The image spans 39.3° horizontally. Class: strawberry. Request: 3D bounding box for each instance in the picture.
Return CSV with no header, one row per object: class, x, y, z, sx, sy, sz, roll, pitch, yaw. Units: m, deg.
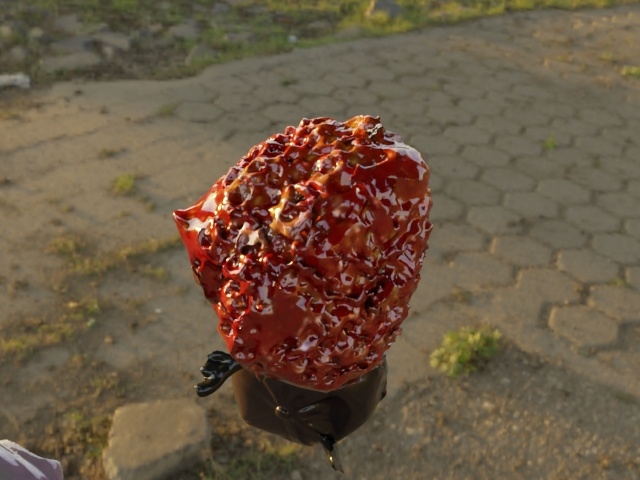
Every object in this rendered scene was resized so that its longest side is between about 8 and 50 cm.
strawberry,0.000,0.000,0.646,0.184,0.201,0.187,42,25,-9

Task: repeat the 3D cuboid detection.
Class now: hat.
hat,-0.061,0.209,1.250,0.209,0.238,0.336,-48,14,-34

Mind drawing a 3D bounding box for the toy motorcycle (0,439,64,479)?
toy motorcycle,-0.227,0.180,0.594,0.225,0.152,0.073,-9,34,32
